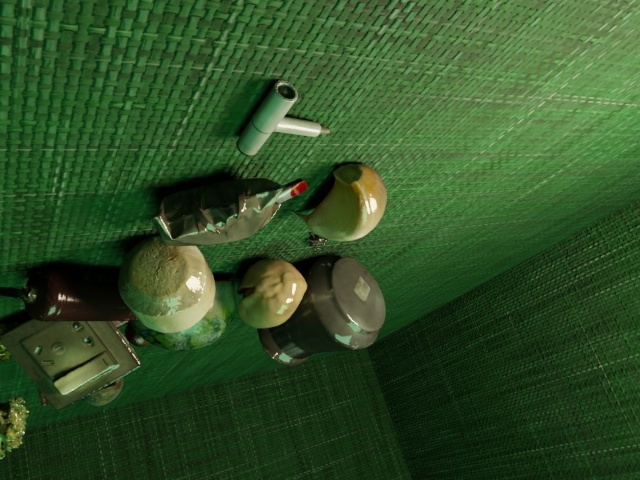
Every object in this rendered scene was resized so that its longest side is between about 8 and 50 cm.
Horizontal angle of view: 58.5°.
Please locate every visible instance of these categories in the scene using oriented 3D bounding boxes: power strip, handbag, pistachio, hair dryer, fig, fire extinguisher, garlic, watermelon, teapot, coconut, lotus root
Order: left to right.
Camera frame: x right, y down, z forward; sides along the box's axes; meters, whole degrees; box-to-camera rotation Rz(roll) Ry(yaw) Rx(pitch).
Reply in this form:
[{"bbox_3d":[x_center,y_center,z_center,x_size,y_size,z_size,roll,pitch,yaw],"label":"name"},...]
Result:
[{"bbox_3d":[-0.630,0.275,1.461,0.257,0.251,0.092,-28,-168,-1],"label":"power strip"},{"bbox_3d":[-0.550,0.124,1.284,0.135,0.114,0.337,2,174,32],"label":"fire extinguisher"},{"bbox_3d":[-0.770,0.472,1.963,0.175,0.175,0.349,-12,157,-19],"label":"lotus root"},{"bbox_3d":[-0.539,0.266,1.760,0.125,0.089,0.089,-43,159,1],"label":"fig"},{"bbox_3d":[-0.338,0.100,1.278,0.202,0.202,0.222,-15,159,-10],"label":"coconut"},{"bbox_3d":[-0.395,0.200,1.616,0.305,0.180,0.223,-5,113,-26],"label":"watermelon"},{"bbox_3d":[-0.200,-0.054,1.102,0.271,0.117,0.182,-15,175,-10],"label":"handbag"},{"bbox_3d":[-0.143,0.152,1.627,0.188,0.187,0.299,-10,169,-24],"label":"pistachio"},{"bbox_3d":[-0.034,-0.205,0.966,0.183,0.044,0.155,-11,162,-36],"label":"hair dryer"},{"bbox_3d":[0.002,0.215,1.825,0.362,0.305,0.376,-30,-164,33],"label":"teapot"},{"bbox_3d":[0.054,-0.079,1.294,0.164,0.145,0.245,27,144,-19],"label":"garlic"}]

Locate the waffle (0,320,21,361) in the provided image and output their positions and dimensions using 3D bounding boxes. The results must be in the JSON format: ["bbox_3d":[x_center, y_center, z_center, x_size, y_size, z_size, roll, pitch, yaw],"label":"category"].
[{"bbox_3d":[-0.835,0.267,1.510,0.229,0.051,0.231,-17,161,4],"label":"waffle"}]

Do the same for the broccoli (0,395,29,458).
[{"bbox_3d":[-0.991,0.453,1.502,0.339,0.317,0.277,5,-150,15],"label":"broccoli"}]

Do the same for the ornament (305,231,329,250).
[{"bbox_3d":[0.000,0.000,1.580,0.073,0.028,0.125,-19,159,2],"label":"ornament"}]

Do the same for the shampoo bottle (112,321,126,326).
[{"bbox_3d":[-0.588,0.211,1.528,0.227,0.086,0.056,-25,132,16],"label":"shampoo bottle"}]

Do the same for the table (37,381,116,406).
[{"bbox_3d":[-0.730,0.378,1.698,0.169,0.172,0.193,-16,171,-9],"label":"table"}]

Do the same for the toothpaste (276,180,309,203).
[{"bbox_3d":[-0.116,-0.083,1.237,0.190,0.031,0.048,-23,158,5],"label":"toothpaste"}]
